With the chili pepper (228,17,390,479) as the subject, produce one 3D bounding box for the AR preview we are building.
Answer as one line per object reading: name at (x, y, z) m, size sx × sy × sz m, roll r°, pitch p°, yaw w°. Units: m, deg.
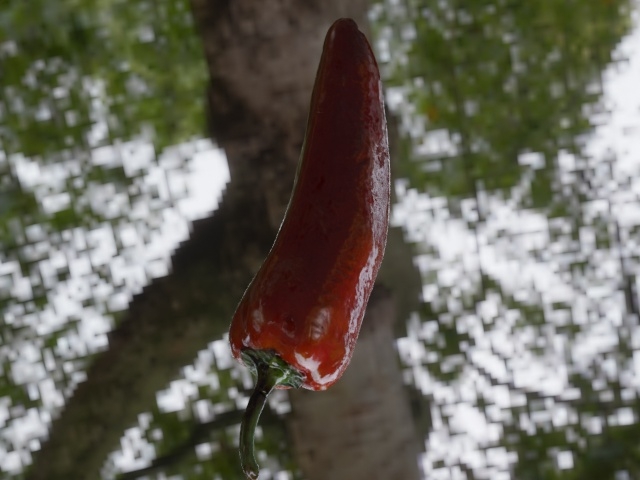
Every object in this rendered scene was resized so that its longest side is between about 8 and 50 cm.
chili pepper at (0.000, 0.000, 1.035) m, size 0.063 × 0.071 × 0.272 m, roll -6°, pitch -124°, yaw 35°
